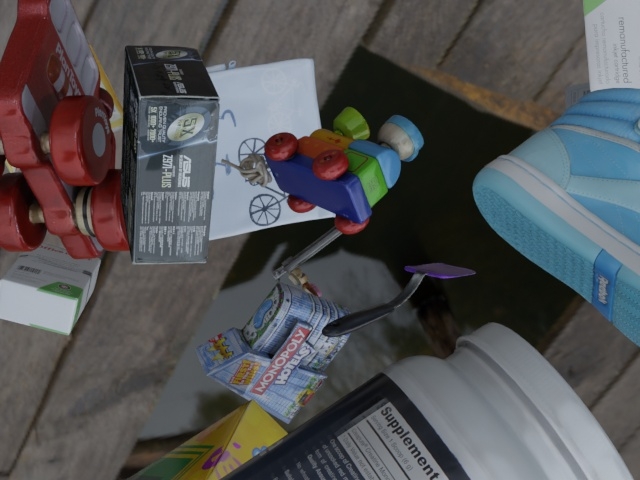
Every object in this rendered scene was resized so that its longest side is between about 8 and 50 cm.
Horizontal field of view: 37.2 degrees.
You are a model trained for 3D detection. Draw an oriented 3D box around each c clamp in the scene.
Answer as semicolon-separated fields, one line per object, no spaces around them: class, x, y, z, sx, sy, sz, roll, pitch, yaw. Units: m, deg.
c clamp;0.000;0.000;1.215;0.160;0.022;0.137;-37;179;0

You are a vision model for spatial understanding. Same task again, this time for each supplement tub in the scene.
supplement tub;0.043;0.193;0.594;0.272;0.191;0.191;-32;137;-7

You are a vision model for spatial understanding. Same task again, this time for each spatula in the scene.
spatula;0.107;0.076;1.304;0.296;0.084;0.030;-26;117;-42

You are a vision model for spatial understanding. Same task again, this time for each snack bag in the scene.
snack bag;-0.153;-0.168;1.749;0.342;0.037;0.323;-11;108;-5

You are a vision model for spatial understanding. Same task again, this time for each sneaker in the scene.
sneaker;0.317;-0.023;0.846;0.208;0.319;0.127;-43;157;-13

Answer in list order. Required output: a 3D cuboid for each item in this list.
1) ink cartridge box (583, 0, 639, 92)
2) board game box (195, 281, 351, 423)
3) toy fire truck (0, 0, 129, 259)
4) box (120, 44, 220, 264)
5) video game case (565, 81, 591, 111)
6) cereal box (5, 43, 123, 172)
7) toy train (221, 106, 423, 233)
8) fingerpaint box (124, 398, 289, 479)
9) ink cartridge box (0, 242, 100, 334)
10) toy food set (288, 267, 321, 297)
ink cartridge box;0.468;-0.270;1.014;0.119;0.353;0.207;-30;116;-44
board game box;-0.070;0.160;1.370;0.194;0.060;0.194;22;112;-41
toy fire truck;-0.308;-0.132;1.157;0.169;0.254;0.302;-1;144;10
box;-0.157;-0.089;0.966;0.077;0.147;0.180;-1;119;-16
video game case;0.482;-0.128;1.226;0.329;0.300;0.036;-7;133;22
cereal box;-0.504;-0.249;1.780;0.240;0.173;0.047;-26;180;-25
toy train;-0.001;-0.114;1.176;0.143;0.248;0.105;-42;132;-23
fingerpaint box;-0.080;0.476;1.274;0.445;0.163;0.371;46;124;-11
ink cartridge box;-0.570;0.096;2.009;0.160;0.219;0.093;15;110;-5
toy food set;-0.025;0.079;1.685;0.019;0.122;0.078;-42;95;2
